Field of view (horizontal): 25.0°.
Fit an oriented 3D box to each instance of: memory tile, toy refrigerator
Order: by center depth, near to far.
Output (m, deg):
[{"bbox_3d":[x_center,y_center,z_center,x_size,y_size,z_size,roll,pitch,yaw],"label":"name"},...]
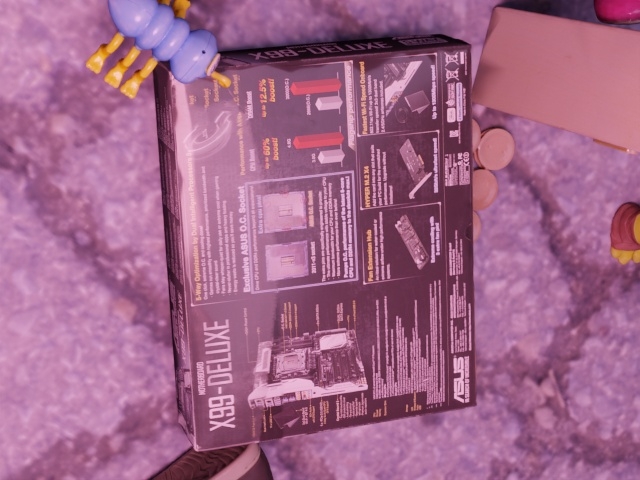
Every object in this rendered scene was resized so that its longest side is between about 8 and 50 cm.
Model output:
[{"bbox_3d":[0.232,-0.116,1.125,0.102,0.269,0.094,10,99,-26],"label":"toy refrigerator"},{"bbox_3d":[0.088,-0.060,1.220,0.148,0.012,0.113,19,95,-27],"label":"memory tile"}]

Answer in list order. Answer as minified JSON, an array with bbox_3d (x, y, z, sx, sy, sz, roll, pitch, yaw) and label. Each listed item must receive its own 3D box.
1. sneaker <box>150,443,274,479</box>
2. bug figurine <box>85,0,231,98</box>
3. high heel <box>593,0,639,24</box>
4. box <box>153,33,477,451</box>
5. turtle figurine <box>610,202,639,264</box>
[{"bbox_3d":[-0.121,0.261,1.170,0.222,0.083,0.118,-33,114,-14],"label":"sneaker"},{"bbox_3d":[-0.107,-0.251,1.019,0.216,0.072,0.279,32,76,-20],"label":"bug figurine"},{"bbox_3d":[0.269,-0.255,1.156,0.244,0.082,0.117,-43,130,-49],"label":"high heel"},{"bbox_3d":[0.000,0.000,1.149,0.242,0.076,0.307,-8,106,-16],"label":"box"},{"bbox_3d":[0.340,0.009,1.233,0.269,0.217,0.087,-35,114,-12],"label":"turtle figurine"}]
